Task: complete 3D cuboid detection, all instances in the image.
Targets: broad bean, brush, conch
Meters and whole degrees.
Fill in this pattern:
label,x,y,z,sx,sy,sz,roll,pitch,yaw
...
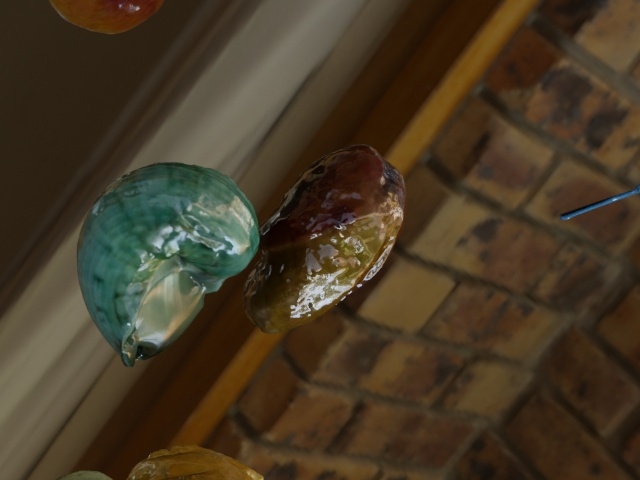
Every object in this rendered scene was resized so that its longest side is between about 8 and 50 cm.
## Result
label,x,y,z,sx,sy,sz,roll,pitch,yaw
broad bean,-0.003,-0.003,1.445,0.122,0.228,0.156,46,177,-30
brush,0.359,-0.053,1.613,0.051,0.164,0.014,-5,-104,-55
conch,-0.150,0.003,1.348,0.202,0.196,0.134,-28,-120,-28
broad bean,-0.183,-0.238,1.117,0.165,0.114,0.084,66,-160,-52

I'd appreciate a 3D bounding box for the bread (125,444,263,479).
label,x,y,z,sx,sy,sz,roll,pitch,yaw
bread,-0.079,0.344,1.211,0.236,0.165,0.375,42,-175,-21

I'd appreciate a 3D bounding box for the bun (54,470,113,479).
label,x,y,z,sx,sy,sz,roll,pitch,yaw
bun,-0.373,0.423,1.945,0.221,0.221,0.108,21,-172,-45
